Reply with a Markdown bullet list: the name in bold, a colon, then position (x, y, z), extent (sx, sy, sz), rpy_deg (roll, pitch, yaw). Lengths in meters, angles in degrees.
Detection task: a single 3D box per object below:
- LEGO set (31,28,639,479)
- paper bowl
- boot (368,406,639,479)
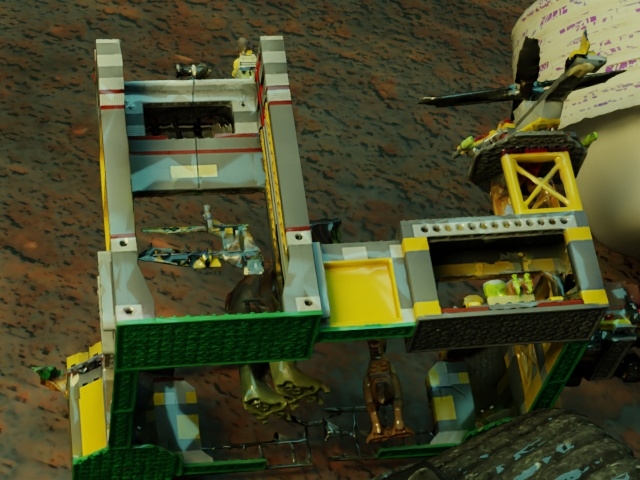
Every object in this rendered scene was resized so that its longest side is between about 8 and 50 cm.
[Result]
- **LEGO set**: position (0.000, 0.000, 0.855), extent (0.331, 0.255, 0.192), rpy_deg (-7, 60, -3)
- **paper bowl**: position (0.261, -0.071, 0.964), extent (0.284, 0.284, 0.148), rpy_deg (0, 79, -6)
- **boot**: position (0.078, 0.226, 0.708), extent (0.260, 0.131, 0.348), rpy_deg (-11, 45, -18)
